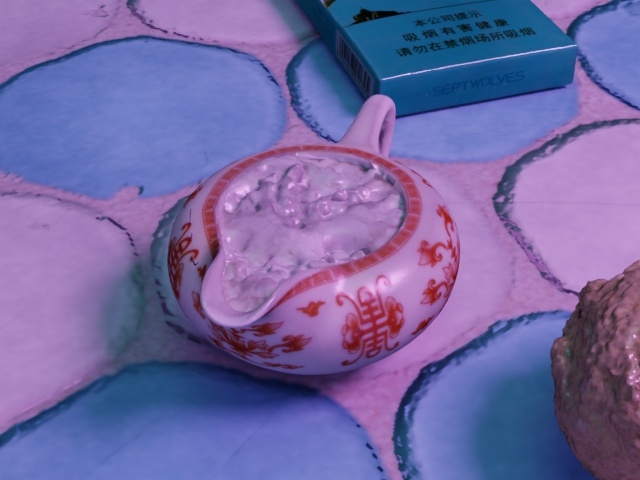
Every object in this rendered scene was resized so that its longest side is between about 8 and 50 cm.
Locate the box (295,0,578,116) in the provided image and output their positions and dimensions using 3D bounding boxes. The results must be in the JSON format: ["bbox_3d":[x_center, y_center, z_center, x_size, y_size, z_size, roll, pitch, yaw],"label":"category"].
[{"bbox_3d":[0.079,-0.180,0.981,0.160,0.042,0.226,-11,39,-15],"label":"box"}]

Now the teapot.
[{"bbox_3d":[0.000,0.000,0.694,0.159,0.116,0.245,-2,38,19],"label":"teapot"}]

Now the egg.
[{"bbox_3d":[0.174,0.065,0.602,0.118,0.116,0.140,41,47,4],"label":"egg"}]
